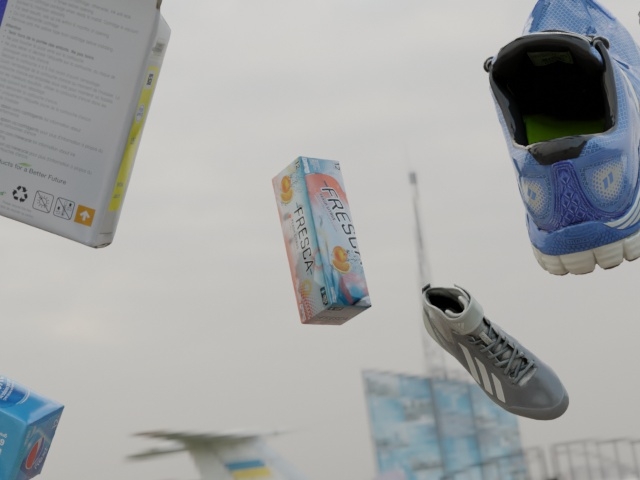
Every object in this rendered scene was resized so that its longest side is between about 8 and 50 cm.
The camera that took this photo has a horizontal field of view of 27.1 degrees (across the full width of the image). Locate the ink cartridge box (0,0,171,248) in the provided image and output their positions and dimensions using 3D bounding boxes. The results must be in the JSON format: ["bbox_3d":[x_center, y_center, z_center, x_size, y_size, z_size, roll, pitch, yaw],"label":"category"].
[{"bbox_3d":[-0.309,-0.184,1.302,0.304,0.307,0.072,19,5,10],"label":"ink cartridge box"}]

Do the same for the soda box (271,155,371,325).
[{"bbox_3d":[0.000,0.000,1.480,0.058,0.183,0.063,4,-26,-37],"label":"soda box"}]

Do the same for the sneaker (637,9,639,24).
[{"bbox_3d":[0.170,-0.063,0.483,0.106,0.234,0.078,-4,-27,-15],"label":"sneaker"}]

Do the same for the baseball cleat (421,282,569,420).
[{"bbox_3d":[0.187,0.123,1.484,0.072,0.206,0.109,-48,-27,-14],"label":"baseball cleat"}]

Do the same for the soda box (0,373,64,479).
[{"bbox_3d":[-0.330,0.133,1.128,0.210,0.071,0.067,24,13,11],"label":"soda box"}]

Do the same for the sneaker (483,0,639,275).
[{"bbox_3d":[0.208,-0.125,1.076,0.130,0.330,0.147,-13,-55,15],"label":"sneaker"}]
